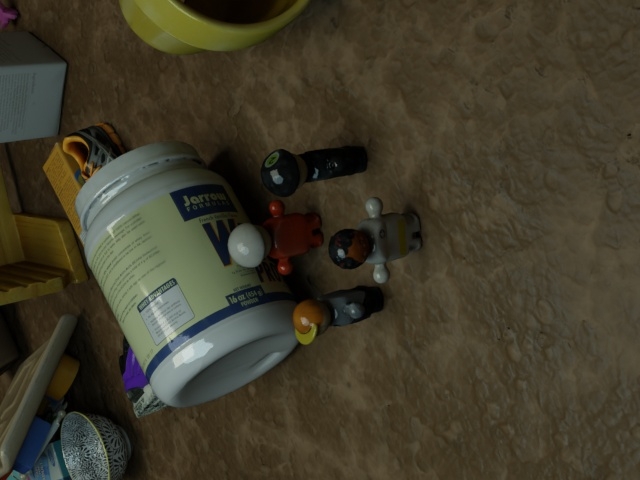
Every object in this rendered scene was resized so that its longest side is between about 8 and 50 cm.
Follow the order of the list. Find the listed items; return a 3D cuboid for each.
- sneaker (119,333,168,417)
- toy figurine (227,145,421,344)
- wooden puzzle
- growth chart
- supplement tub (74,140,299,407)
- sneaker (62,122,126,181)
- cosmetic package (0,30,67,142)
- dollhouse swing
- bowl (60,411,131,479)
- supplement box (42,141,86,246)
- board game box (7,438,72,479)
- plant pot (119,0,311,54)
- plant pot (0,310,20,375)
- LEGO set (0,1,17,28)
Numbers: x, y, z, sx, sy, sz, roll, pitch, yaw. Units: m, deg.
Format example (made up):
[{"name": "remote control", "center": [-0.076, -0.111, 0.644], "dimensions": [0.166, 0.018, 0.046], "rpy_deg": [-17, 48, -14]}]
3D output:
[{"name": "sneaker", "center": [-0.258, 0.171, 1.712], "dimensions": [0.293, 0.102, 0.146], "rpy_deg": [-44, 67, 45]}, {"name": "toy figurine", "center": [0.000, 0.000, 1.340], "dimensions": [0.209, 0.148, 0.213], "rpy_deg": [54, 134, 24]}, {"name": "wooden puzzle", "center": [-0.562, 0.337, 2.013], "dimensions": [0.348, 0.081, 0.322], "rpy_deg": [-42, 24, 49]}, {"name": "growth chart", "center": [-0.552, 0.376, 2.065], "dimensions": [0.172, 0.021, 0.237], "rpy_deg": [-62, 20, -10]}, {"name": "supplement tub", "center": [-0.191, 0.045, 1.501], "dimensions": [0.324, 0.235, 0.235], "rpy_deg": [59, 136, 19]}, {"name": "sneaker", "center": [-0.350, -0.110, 1.753], "dimensions": [0.215, 0.083, 0.084], "rpy_deg": [46, 129, 28]}, {"name": "cosmetic package", "center": [-0.574, -0.273, 1.880], "dimensions": [0.151, 0.184, 0.151], "rpy_deg": [39, 126, 35]}, {"name": "dollhouse swing", "center": [-0.654, -0.051, 1.909], "dimensions": [0.315, 0.347, 0.304], "rpy_deg": [7, 105, 47]}, {"name": "bowl", "center": [-0.403, 0.387, 1.951], "dimensions": [0.170, 0.080, 0.170], "rpy_deg": [15, 111, 45]}, {"name": "supplement box", "center": [-0.387, -0.062, 1.811], "dimensions": [0.233, 0.078, 0.080], "rpy_deg": [57, 136, 20]}, {"name": "board game box", "center": [-0.547, 0.547, 2.158], "dimensions": [0.336, 0.079, 0.253], "rpy_deg": [-27, 80, 48]}, {"name": "plant pot", "center": [-0.154, -0.351, 1.360], "dimensions": [0.239, 0.254, 0.254], "rpy_deg": [-20, 85, 63]}, {"name": "plant pot", "center": [-0.751, 0.196, 2.188], "dimensions": [0.229, 0.263, 0.263], "rpy_deg": [52, 136, 2]}, {"name": "LEGO set", "center": [-0.613, -0.340, 1.993], "dimensions": [0.227, 0.093, 0.087], "rpy_deg": [118, 155, -44]}]
